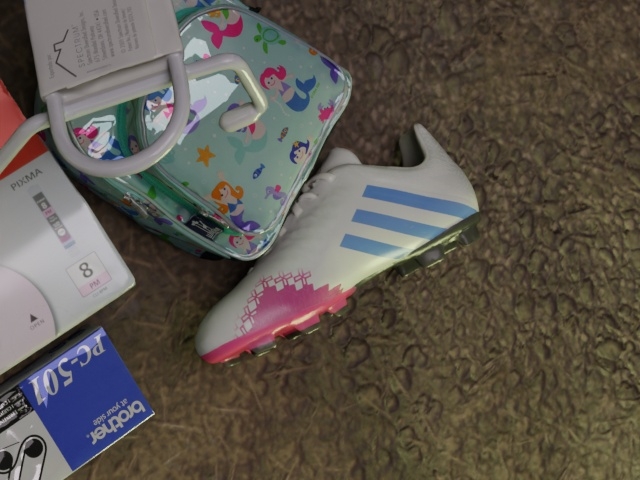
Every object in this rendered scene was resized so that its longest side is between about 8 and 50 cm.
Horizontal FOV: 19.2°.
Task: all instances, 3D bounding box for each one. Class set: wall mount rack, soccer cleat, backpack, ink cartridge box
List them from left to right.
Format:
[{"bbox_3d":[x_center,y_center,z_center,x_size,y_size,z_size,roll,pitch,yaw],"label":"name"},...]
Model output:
[{"bbox_3d":[-0.300,-0.008,1.645,0.189,0.066,0.232,-34,107,-8],"label":"ink cartridge box"},{"bbox_3d":[-0.259,0.171,1.683,0.207,0.046,0.097,-35,104,-23],"label":"ink cartridge box"},{"bbox_3d":[-0.212,-0.159,1.550,0.304,0.130,0.350,-18,60,7],"label":"wall mount rack"},{"bbox_3d":[-0.118,-0.119,1.693,0.253,0.191,0.225,32,77,-15],"label":"backpack"},{"bbox_3d":[0.000,0.000,1.788,0.331,0.116,0.143,-28,89,-29],"label":"soccer cleat"}]
